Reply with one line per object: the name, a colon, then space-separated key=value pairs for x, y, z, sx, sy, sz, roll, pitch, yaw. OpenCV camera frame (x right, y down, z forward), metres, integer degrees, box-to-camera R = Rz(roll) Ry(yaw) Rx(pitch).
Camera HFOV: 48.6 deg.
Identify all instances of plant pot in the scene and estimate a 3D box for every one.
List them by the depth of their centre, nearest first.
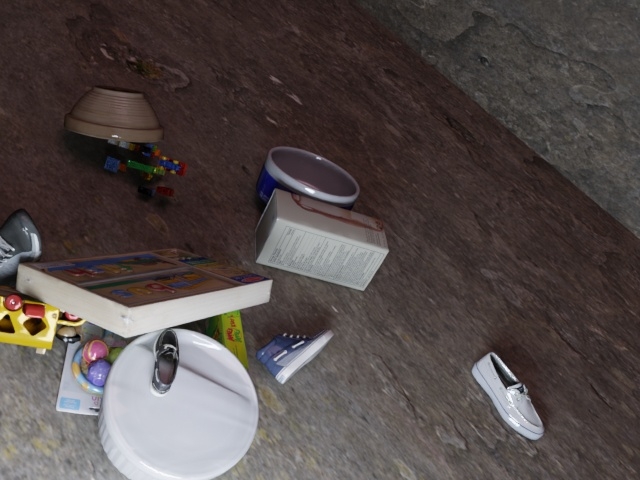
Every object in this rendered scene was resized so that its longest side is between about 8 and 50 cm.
plant pot: x=-0.498 y=-0.315 z=1.735 sx=0.237 sy=0.110 sz=0.237 roll=10 pitch=14 yaw=-2

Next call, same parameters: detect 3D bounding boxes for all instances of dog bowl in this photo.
dog bowl: x=-0.034 y=-0.142 z=1.890 sx=0.265 sy=0.104 sz=0.265 roll=20 pitch=25 yaw=-10

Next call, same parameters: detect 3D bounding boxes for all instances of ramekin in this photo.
ramekin: x=-0.251 y=0.297 z=1.216 sx=0.273 sy=0.127 sz=0.273 roll=20 pitch=46 yaw=-22

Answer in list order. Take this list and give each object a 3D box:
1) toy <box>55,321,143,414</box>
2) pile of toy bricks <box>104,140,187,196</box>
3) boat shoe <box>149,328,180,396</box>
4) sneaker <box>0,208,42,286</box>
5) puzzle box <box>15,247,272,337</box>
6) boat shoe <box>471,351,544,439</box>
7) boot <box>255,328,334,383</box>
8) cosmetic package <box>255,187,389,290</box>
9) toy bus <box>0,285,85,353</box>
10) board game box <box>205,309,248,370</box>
toy: x=-0.395 y=0.208 z=1.309 sx=0.137 sy=0.056 sz=0.237 roll=14 pitch=39 yaw=-20
pile of toy bricks: x=-0.417 y=-0.175 z=1.731 sx=0.212 sy=0.118 sz=0.105 roll=20 pitch=6 yaw=13
boat shoe: x=-0.255 y=0.195 z=1.175 sx=0.046 sy=0.038 sz=0.125 roll=24 pitch=43 yaw=-19
sneaker: x=-0.578 y=0.038 z=1.253 sx=0.132 sy=0.229 sz=0.086 roll=-26 pitch=73 yaw=-40
puzzle box: x=-0.312 y=0.083 z=1.334 sx=0.272 sy=0.052 sz=0.409 roll=17 pitch=12 yaw=27
boat shoe: x=0.454 y=0.367 z=1.689 sx=0.083 sy=0.076 sz=0.226 roll=-18 pitch=58 yaw=-45
boot: x=-0.051 y=0.222 z=1.517 sx=0.086 sy=0.069 sz=0.190 roll=43 pitch=40 yaw=12
cosmetic package: x=0.000 y=0.000 z=1.751 sx=0.296 sy=0.153 sz=0.129 roll=17 pitch=36 yaw=-20
toy bus: x=-0.495 y=0.147 z=1.269 sx=0.202 sy=0.104 sz=0.191 roll=17 pitch=4 yaw=28
board game box: x=-0.190 y=0.206 z=1.421 sx=0.043 sy=0.092 sz=0.181 roll=11 pitch=40 yaw=-25
